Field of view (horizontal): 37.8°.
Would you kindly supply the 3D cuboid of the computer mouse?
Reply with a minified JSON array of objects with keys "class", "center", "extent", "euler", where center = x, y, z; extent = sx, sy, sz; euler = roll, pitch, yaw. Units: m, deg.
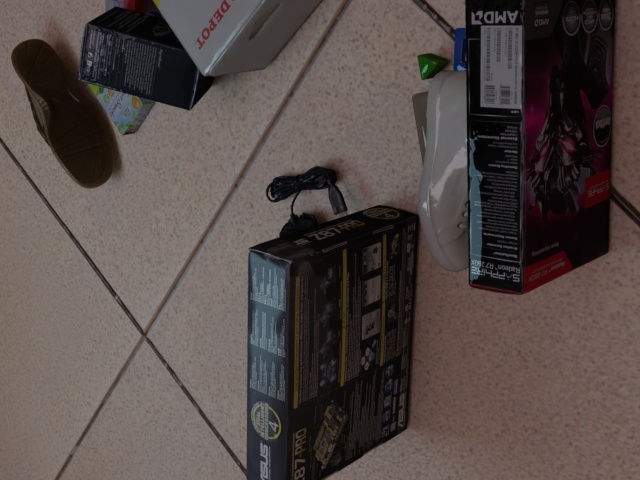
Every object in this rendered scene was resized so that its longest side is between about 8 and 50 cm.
[{"class":"computer mouse","center":[0.000,0.000,1.616],"extent":[0.184,0.060,0.261],"euler":[-19,79,46]}]

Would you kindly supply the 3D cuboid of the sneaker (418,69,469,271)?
[{"class":"sneaker","center":[0.212,-0.090,1.306],"extent":[0.123,0.106,0.290],"euler":[12,110,45]}]

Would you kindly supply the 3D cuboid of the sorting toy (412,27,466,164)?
[{"class":"sorting toy","center":[0.231,-0.139,1.383],"extent":[0.196,0.047,0.347],"euler":[-1,102,45]}]

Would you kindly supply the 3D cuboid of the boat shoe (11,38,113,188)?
[{"class":"boat shoe","center":[-0.544,-0.256,1.979],"extent":[0.342,0.123,0.123],"euler":[58,161,4]}]

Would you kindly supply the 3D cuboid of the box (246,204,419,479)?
[{"class":"box","center":[0.025,0.168,1.470],"extent":[0.097,0.318,0.394],"euler":[16,114,36]}]

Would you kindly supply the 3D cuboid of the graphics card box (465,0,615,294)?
[{"class":"graphics card box","center":[0.287,-0.135,1.208],"extent":[0.094,0.233,0.370],"euler":[10,109,43]}]

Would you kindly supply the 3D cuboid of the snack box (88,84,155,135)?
[{"class":"snack box","center":[-0.401,-0.297,1.877],"extent":[0.141,0.037,0.100],"euler":[55,131,13]}]

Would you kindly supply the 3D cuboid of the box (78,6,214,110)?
[{"class":"box","center":[-0.297,-0.323,1.647],"extent":[0.207,0.153,0.108],"euler":[16,116,2]}]

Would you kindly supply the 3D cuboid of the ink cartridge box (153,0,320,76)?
[{"class":"ink cartridge box","center":[-0.168,-0.501,1.531],"extent":[0.279,0.160,0.384],"euler":[-44,74,39]}]

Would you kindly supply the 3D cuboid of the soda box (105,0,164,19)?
[{"class":"soda box","center":[-0.345,-0.449,1.752],"extent":[0.092,0.083,0.263],"euler":[21,116,34]}]
